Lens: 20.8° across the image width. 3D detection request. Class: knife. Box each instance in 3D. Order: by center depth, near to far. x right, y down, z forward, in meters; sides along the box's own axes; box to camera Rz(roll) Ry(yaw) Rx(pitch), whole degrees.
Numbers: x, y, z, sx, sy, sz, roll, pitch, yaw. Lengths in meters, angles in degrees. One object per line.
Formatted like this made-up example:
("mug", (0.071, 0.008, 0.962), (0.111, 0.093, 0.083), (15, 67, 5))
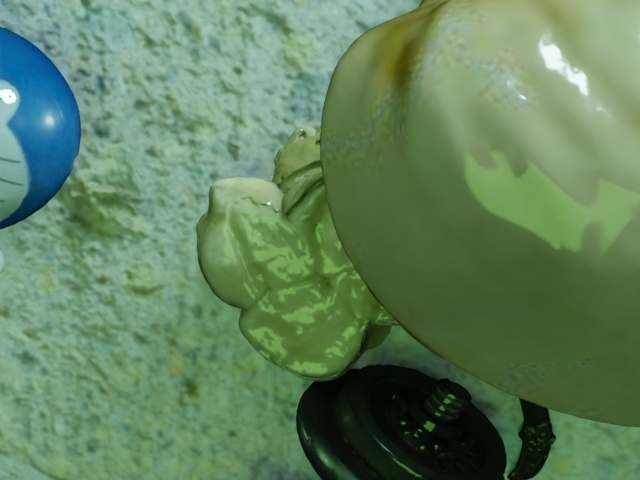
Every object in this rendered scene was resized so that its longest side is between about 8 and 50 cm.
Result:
("knife", (0.162, 0.104, 1.425), (0.045, 0.021, 0.222), (-4, 114, 16))

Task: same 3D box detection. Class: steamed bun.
("steamed bun", (0.000, 0.000, 1.366), (0.192, 0.106, 0.177), (38, 111, -9))

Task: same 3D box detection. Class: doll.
("doll", (-0.304, -0.059, 1.370), (0.215, 0.161, 0.257), (50, 120, 16))

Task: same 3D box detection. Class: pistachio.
("pistachio", (0.219, -0.056, 1.189), (0.445, 0.281, 0.365), (9, 98, -12))

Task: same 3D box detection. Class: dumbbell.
("dumbbell", (0.032, 0.224, 1.410), (0.192, 0.192, 0.290), (32, 116, -4))
